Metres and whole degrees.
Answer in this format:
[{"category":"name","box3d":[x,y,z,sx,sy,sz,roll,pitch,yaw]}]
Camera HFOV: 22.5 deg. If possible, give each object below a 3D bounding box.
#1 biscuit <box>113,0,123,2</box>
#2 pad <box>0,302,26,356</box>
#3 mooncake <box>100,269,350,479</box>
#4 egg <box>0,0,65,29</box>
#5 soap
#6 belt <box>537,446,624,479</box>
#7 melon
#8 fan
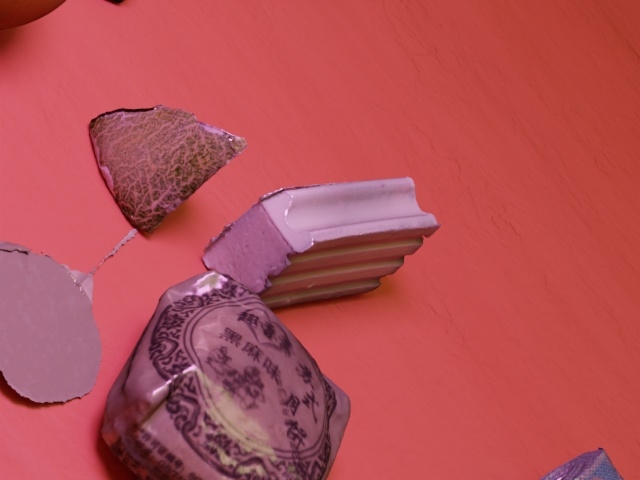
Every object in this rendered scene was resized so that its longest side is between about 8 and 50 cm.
[{"category":"biscuit","box3d":[-0.326,-0.380,1.921,0.252,0.070,0.106,20,44,-34]},{"category":"pad","box3d":[-0.398,0.031,1.518,0.233,0.022,0.174,56,36,6]},{"category":"mooncake","box3d":[-0.090,0.177,1.622,0.254,0.136,0.250,43,33,-11]},{"category":"egg","box3d":[-0.389,-0.360,1.684,0.322,0.250,0.250,28,40,-11]},{"category":"soap","box3d":[0.000,0.000,1.865,0.261,0.150,0.094,-6,58,-49]},{"category":"belt","box3d":[0.292,0.317,1.903,0.163,0.147,0.082,-31,85,-25]},{"category":"melon","box3d":[-0.173,-0.074,1.790,0.093,0.202,0.139,25,74,-58]},{"category":"fan","box3d":[-0.259,0.053,1.651,0.182,0.010,0.310,56,31,-8]}]
